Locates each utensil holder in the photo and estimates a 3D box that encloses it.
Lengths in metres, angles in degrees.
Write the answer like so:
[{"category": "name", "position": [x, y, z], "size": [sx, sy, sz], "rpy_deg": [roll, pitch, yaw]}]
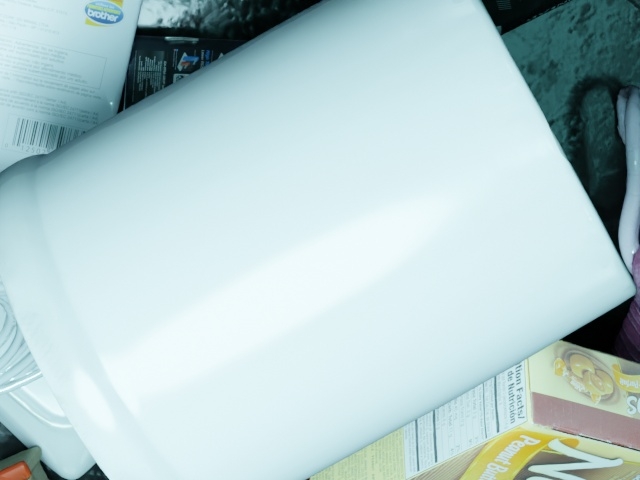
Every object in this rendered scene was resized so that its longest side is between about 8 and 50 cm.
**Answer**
[{"category": "utensil holder", "position": [0.000, 0.000, 1.319], "size": [0.385, 0.327, 0.327], "rpy_deg": [-28, 103, 7]}]

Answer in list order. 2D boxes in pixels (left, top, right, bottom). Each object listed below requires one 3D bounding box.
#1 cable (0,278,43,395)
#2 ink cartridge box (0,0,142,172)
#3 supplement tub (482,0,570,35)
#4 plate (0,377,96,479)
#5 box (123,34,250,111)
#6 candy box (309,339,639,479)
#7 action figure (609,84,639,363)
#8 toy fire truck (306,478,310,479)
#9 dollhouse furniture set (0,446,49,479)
[{"category": "cable", "position": [-0.320, 0.061, 1.442], "size": [0.257, 0.257, 0.089], "rpy_deg": [-29, 63, 1]}, {"category": "ink cartridge box", "position": [-0.256, -0.172, 1.477], "size": [0.186, 0.065, 0.311], "rpy_deg": [11, 102, -20]}, {"category": "supplement tub", "position": [0.151, -0.287, 1.472], "size": [0.338, 0.207, 0.207], "rpy_deg": [-27, 103, 1]}, {"category": "plate", "position": [-0.236, 0.044, 1.589], "size": [0.278, 0.045, 0.277], "rpy_deg": [44, 95, -11]}, {"category": "box", "position": [-0.086, -0.066, 1.524], "size": [0.175, 0.051, 0.220], "rpy_deg": [3, 88, 7]}, {"category": "candy box", "position": [0.150, 0.188, 1.504], "size": [0.183, 0.316, 0.087], "rpy_deg": [16, 57, -30]}, {"category": "action figure", "position": [0.309, 0.087, 1.547], "size": [0.276, 0.248, 0.370], "rpy_deg": [28, 105, 3]}, {"category": "toy fire truck", "position": [-0.101, 0.347, 1.604], "size": [0.302, 0.169, 0.254], "rpy_deg": [17, 127, -27]}, {"category": "dollhouse furniture set", "position": [-0.360, 0.287, 1.568], "size": [0.259, 0.135, 0.262], "rpy_deg": [-24, 103, 7]}]
